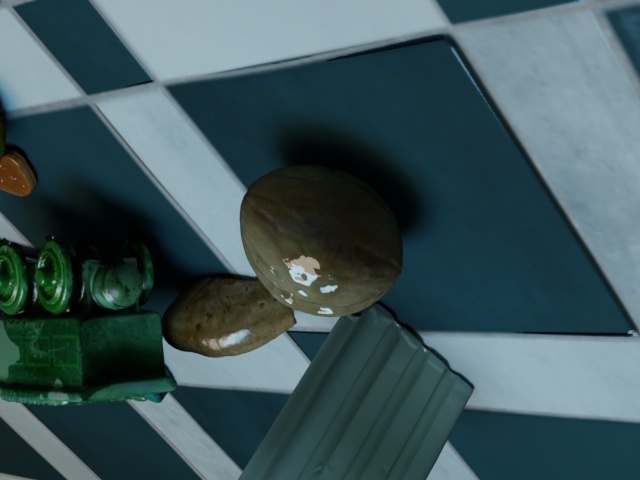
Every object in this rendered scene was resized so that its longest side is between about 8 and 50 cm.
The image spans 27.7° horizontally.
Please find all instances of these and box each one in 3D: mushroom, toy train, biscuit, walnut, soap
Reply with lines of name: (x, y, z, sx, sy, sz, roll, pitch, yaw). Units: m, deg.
mushroom: (-0.122, 0.092, 1.520, 0.209, 0.094, 0.072, 1, 140, 50)
toy train: (-0.293, 0.092, 1.547, 0.145, 0.202, 0.266, -2, 177, -40)
biscuit: (-0.401, -0.099, 1.574, 0.130, 0.019, 0.102, 26, 150, 12)
walnut: (0.000, -0.001, 1.216, 0.162, 0.140, 0.140, 14, 148, 3)
soap: (0.033, 0.217, 1.368, 0.160, 0.265, 0.087, 43, 149, -16)

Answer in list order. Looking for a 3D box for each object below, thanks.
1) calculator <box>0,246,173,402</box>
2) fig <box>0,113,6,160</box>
calculator: (-0.348, 0.121, 1.808, 0.248, 0.058, 0.274, 14, 146, 32)
fig: (-0.449, -0.074, 1.434, 0.149, 0.245, 0.149, 22, 155, 11)
